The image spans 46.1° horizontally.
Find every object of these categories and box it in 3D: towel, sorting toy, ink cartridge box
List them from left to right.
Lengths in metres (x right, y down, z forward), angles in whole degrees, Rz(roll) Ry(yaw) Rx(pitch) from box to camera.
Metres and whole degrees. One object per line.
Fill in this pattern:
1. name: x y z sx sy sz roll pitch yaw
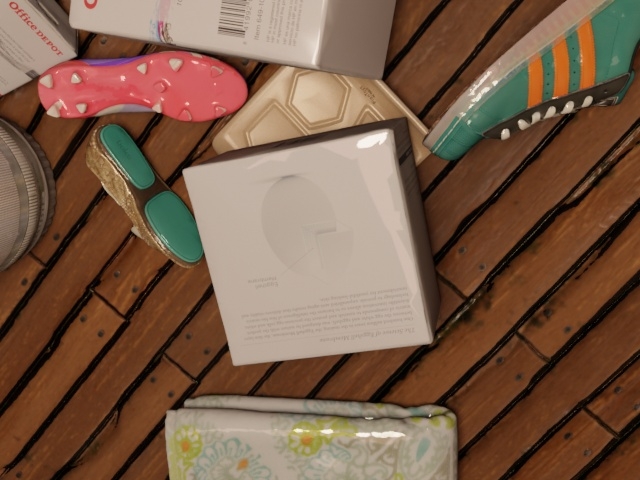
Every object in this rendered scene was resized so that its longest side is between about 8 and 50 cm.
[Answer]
1. ink cartridge box: -0.380 -0.242 0.889 0.150 0.063 0.109 -23 141 14
2. ink cartridge box: -0.075 -0.283 0.752 0.270 0.197 0.198 14 103 20
3. towel: -0.014 0.364 0.965 0.374 0.090 0.321 0 103 11
4. sorting toy: 0.002 -0.114 0.888 0.193 0.038 0.208 46 111 -1

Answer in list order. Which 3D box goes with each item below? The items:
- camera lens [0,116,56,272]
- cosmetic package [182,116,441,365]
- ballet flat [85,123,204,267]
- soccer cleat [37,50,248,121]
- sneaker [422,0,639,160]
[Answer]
1. camera lens: -0.463 -0.041 0.865 0.219 0.274 0.219 2 102 11
2. cosmetic package: 0.000 0.000 0.825 0.224 0.138 0.225 -8 102 16
3. ballet flat: -0.220 -0.048 0.935 0.067 0.073 0.206 -30 93 43
4. soccer cleat: -0.207 -0.185 0.889 0.248 0.095 0.083 -3 115 3
5. sneaker: 0.249 -0.168 0.782 0.302 0.108 0.121 -39 93 10
